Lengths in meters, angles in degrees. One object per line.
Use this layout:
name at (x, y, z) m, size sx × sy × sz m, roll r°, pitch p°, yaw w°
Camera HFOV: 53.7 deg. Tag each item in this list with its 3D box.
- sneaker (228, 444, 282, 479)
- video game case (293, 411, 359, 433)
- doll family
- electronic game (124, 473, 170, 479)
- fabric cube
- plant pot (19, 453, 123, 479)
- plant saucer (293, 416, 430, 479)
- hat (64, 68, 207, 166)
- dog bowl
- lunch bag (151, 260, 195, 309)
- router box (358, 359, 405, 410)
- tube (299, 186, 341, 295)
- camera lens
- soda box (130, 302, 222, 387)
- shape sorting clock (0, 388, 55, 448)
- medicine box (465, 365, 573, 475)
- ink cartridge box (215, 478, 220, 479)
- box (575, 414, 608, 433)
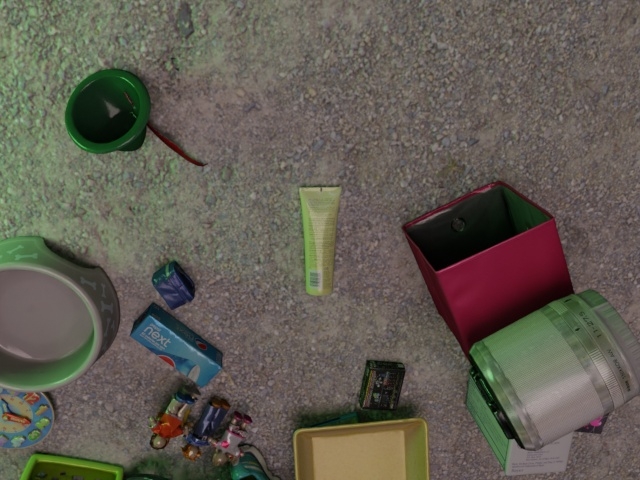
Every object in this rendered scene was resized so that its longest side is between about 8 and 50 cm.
sneaker at (-0.150, 0.643, 1.586) m, size 0.107 × 0.110 × 0.275 m, roll -31°, pitch 113°, yaw 4°
video game case at (0.026, 0.510, 1.610) m, size 0.166 × 0.015 × 0.119 m, roll -16°, pitch 113°, yaw -1°
doll family at (-0.299, 0.443, 1.500) m, size 0.263 × 0.118 × 0.163 m, roll 29°, pitch 94°, yaw -30°
electronic game at (-0.387, 0.653, 1.545) m, size 0.229 × 0.048 × 0.229 m, roll 12°, pitch 125°, yaw 18°
fabric cube at (0.361, 0.066, 1.355) m, size 0.254 × 0.259 × 0.258 m, roll -26°, pitch 114°, yaw 2°
plant pot at (-0.606, 0.667, 1.478) m, size 0.227 × 0.228 × 0.207 m, roll 14°, pitch 116°, yaw -13°
plant saucer at (0.101, 0.600, 1.572) m, size 0.332 × 0.081 × 0.333 m, roll -3°, pitch 96°, yaw -7°
hat at (-0.379, -0.213, 1.271) m, size 0.173 × 0.183 × 0.208 m, roll -36°, pitch 70°, yaw 0°
dog bowl at (-0.613, 0.169, 1.345) m, size 0.348 × 0.102 × 0.349 m, roll -3°, pitch 112°, yaw -6°
lunch bag at (-0.313, 0.099, 1.376) m, size 0.065 × 0.067 × 0.098 m, roll -30°, pitch 113°, yaw 5°
router box at (0.150, 0.358, 1.555) m, size 0.092 × 0.038 × 0.123 m, roll 6°, pitch 110°, yaw -11°
tube at (0.000, 0.000, 1.391) m, size 0.070 × 0.062 × 0.240 m, roll -19°, pitch 115°, yaw -48°
camera lens at (0.433, 0.242, 1.180) m, size 0.274 × 0.219 × 0.219 m, roll -29°, pitch 112°, yaw 5°
soda box at (-0.321, 0.237, 1.429) m, size 0.210 × 0.067 × 0.071 m, roll 41°, pitch 101°, yaw -19°
shape sorting clock at (-0.718, 0.399, 1.452) m, size 0.206 × 0.040 × 0.206 m, roll -3°, pitch 111°, yaw -7°
medicine box at (0.465, 0.342, 1.470) m, size 0.149 × 0.263 × 0.289 m, roll 0°, pitch 111°, yaw -8°
ink cartridge box at (-0.228, 0.671, 1.546) m, size 0.275 × 0.060 × 0.239 m, roll -33°, pitch 100°, yaw 40°
box at (0.629, 0.330, 1.554) m, size 0.163 × 0.142 × 0.247 m, roll 9°, pitch 110°, yaw -11°
